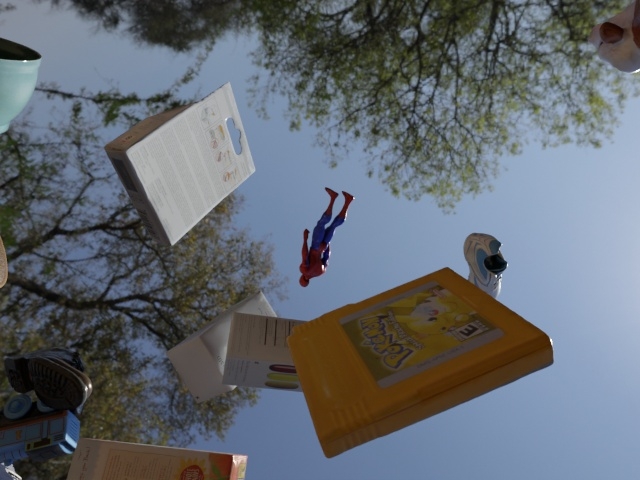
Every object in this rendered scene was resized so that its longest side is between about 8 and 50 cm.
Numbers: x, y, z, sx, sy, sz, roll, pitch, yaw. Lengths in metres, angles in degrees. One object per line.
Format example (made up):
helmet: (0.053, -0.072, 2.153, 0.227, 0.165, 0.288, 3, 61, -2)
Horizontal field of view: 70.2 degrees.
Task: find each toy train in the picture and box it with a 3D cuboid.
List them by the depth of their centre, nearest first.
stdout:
toy train: (-0.499, 0.319, 0.761, 0.183, 0.080, 0.105, -9, -130, -14)

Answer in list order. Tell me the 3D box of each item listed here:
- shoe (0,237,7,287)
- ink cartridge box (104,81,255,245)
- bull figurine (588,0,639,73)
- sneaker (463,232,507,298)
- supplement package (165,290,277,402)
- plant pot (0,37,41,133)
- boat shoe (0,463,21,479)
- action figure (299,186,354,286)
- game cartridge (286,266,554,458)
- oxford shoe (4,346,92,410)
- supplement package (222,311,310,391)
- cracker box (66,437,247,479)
shoe: (-0.482, -0.030, 0.584, 0.058, 0.219, 0.076, -22, -167, 0)
ink cartridge box: (-0.221, -0.133, 0.768, 0.066, 0.189, 0.232, 14, -132, 25)
bull figurine: (0.333, -0.286, 0.388, 0.101, 0.310, 0.189, 10, -96, 11)
sneaker: (0.388, 0.074, 1.047, 0.086, 0.237, 0.085, 27, -111, 42)
supplement package: (-0.269, 0.311, 1.360, 0.175, 0.178, 0.293, -30, -176, 35)
plant pot: (-0.818, -0.362, 1.046, 0.292, 0.197, 0.293, 17, -157, -7)
boat shoe: (-0.731, 0.476, 0.904, 0.158, 0.341, 0.127, 18, -115, 31)
action figure: (0.000, 0.000, 0.492, 0.038, 0.115, 0.030, 5, -158, -42)
game cartridge: (0.119, 0.155, 0.692, 0.323, 0.053, 0.285, -19, -161, -8)
oxford shoe: (-0.437, 0.217, 0.765, 0.227, 0.083, 0.096, 5, -167, 37)
supplement package: (-0.116, 0.288, 1.165, 0.243, 0.139, 0.134, 8, -137, -9)
cracker box: (-0.225, 0.356, 0.600, 0.232, 0.067, 0.156, 1, -115, 11)
